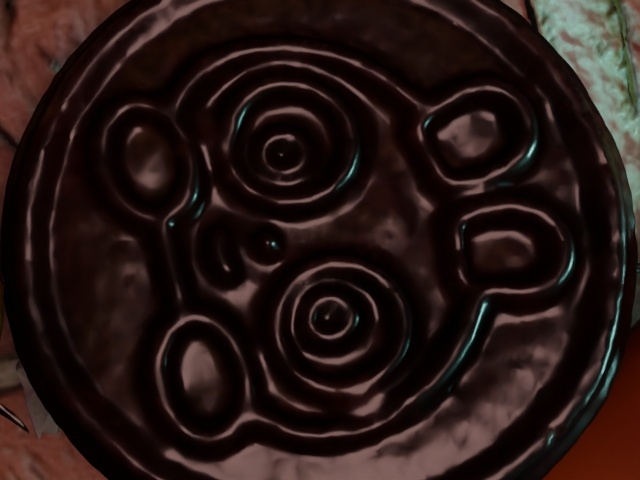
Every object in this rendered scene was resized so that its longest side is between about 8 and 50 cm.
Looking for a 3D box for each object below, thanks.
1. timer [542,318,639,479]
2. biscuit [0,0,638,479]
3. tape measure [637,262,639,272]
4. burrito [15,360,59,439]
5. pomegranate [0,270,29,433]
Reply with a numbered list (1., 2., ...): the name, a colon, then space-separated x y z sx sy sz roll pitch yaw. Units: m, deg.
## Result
1. timer: 0.284 0.148 1.172 0.250 0.161 0.257 39 105 -15
2. biscuit: 0.000 0.000 1.110 0.407 0.091 0.407 0 76 -2
3. tape measure: 0.181 0.081 1.223 0.330 0.084 0.164 17 92 -14
4. burrito: -0.114 0.056 1.170 0.203 0.064 0.064 -33 100 -7
5. pomegranate: -0.287 0.056 1.055 0.210 0.210 0.235 -37 104 -8
